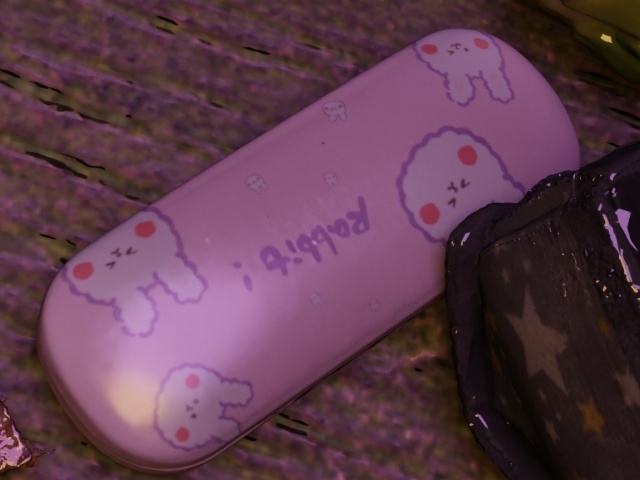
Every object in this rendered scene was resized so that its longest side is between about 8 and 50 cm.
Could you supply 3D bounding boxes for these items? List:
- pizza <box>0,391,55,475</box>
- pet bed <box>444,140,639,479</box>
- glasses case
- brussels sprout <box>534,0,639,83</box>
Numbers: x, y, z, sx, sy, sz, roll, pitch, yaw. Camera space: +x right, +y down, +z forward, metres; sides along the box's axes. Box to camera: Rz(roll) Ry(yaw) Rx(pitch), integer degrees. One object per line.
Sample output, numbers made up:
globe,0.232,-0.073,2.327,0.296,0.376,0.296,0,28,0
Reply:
pizza,-0.188,0.086,0.862,0.099,0.029,0.100,-36,80,-17
pet bed,0.181,0.036,0.912,0.211,0.159,0.183,-24,88,-33
glasses case,0.000,0.000,0.918,0.297,0.075,0.113,-34,84,-24
brussels sprout,0.205,-0.178,1.008,0.223,0.161,0.223,-1,93,-18
